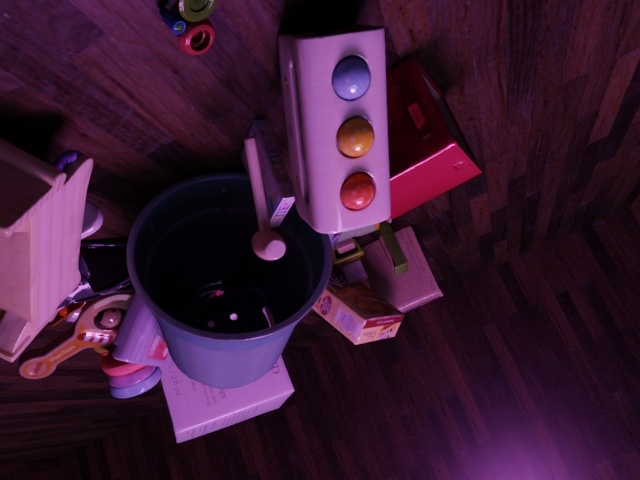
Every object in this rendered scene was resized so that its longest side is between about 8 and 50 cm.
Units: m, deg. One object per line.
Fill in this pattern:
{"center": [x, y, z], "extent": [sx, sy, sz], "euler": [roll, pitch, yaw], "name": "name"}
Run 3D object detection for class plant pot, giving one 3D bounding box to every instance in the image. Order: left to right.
{"center": [-0.176, 0.105, 1.102], "extent": [0.341, 0.341, 0.334], "euler": [-14, 150, -21], "name": "plant pot"}

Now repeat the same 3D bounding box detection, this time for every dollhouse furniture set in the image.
{"center": [0.116, 0.018, 1.561], "extent": [0.198, 0.151, 0.301], "euler": [-22, 161, 2], "name": "dollhouse furniture set"}

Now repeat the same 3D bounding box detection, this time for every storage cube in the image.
{"center": [0.146, -0.171, 1.032], "extent": [0.193, 0.183, 0.215], "euler": [-28, 160, 20], "name": "storage cube"}

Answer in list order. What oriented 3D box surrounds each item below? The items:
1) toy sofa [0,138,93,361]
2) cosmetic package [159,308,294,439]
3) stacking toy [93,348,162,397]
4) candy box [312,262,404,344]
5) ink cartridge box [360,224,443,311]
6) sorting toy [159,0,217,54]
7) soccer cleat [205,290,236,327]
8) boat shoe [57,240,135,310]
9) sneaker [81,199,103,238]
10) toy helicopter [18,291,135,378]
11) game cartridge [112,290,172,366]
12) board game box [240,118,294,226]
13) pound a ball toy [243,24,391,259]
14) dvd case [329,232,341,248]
{"center": [-0.457, 0.002, 0.835], "extent": [0.362, 0.150, 0.177], "euler": [-59, -176, 47], "name": "toy sofa"}
{"center": [-0.348, 0.461, 1.994], "extent": [0.394, 0.329, 0.327], "euler": [-16, 160, -19], "name": "cosmetic package"}
{"center": [-0.451, 0.303, 1.550], "extent": [0.280, 0.130, 0.309], "euler": [-21, -161, -20], "name": "stacking toy"}
{"center": [0.067, 0.173, 1.695], "extent": [0.183, 0.316, 0.087], "euler": [1, 118, -48], "name": "candy box"}
{"center": [0.244, 0.100, 1.792], "extent": [0.193, 0.234, 0.088], "euler": [-25, 160, 11], "name": "ink cartridge box"}
{"center": [-0.158, -0.268, 0.680], "extent": [0.061, 0.042, 0.102], "euler": [-29, 154, -29], "name": "sorting toy"}
{"center": [-0.273, 0.175, 1.674], "extent": [0.331, 0.116, 0.143], "euler": [-38, -167, 13], "name": "soccer cleat"}
{"center": [-0.456, 0.057, 1.095], "extent": [0.340, 0.127, 0.113], "euler": [-1, 151, -49], "name": "boat shoe"}
{"center": [-0.456, -0.017, 0.990], "extent": [0.212, 0.080, 0.094], "euler": [-15, 167, 12], "name": "sneaker"}
{"center": [-0.576, 0.219, 1.376], "extent": [0.355, 0.140, 0.235], "euler": [-32, 141, 2], "name": "toy helicopter"}
{"center": [-0.355, 0.178, 1.277], "extent": [0.060, 0.196, 0.294], "euler": [15, 167, 6], "name": "game cartridge"}
{"center": [-0.092, -0.112, 0.981], "extent": [0.026, 0.154, 0.103], "euler": [-11, 159, -26], "name": "board game box"}
{"center": [-0.004, -0.125, 0.817], "extent": [0.208, 0.136, 0.319], "euler": [-14, 116, -20], "name": "pound a ball toy"}
{"center": [0.000, 0.000, 1.384], "extent": [0.180, 0.022, 0.253], "euler": [-30, 154, -50], "name": "dvd case"}
